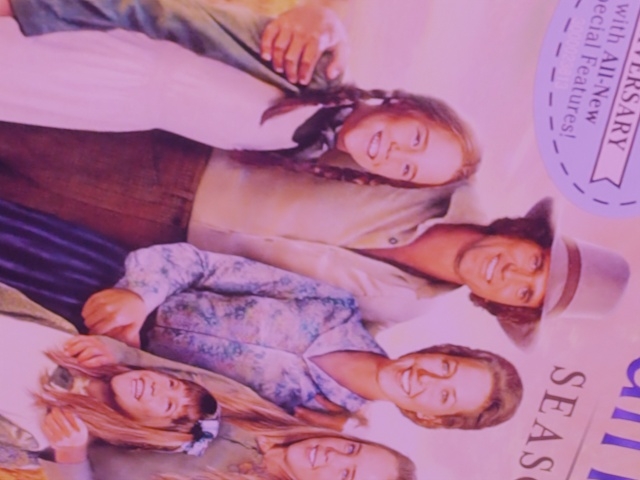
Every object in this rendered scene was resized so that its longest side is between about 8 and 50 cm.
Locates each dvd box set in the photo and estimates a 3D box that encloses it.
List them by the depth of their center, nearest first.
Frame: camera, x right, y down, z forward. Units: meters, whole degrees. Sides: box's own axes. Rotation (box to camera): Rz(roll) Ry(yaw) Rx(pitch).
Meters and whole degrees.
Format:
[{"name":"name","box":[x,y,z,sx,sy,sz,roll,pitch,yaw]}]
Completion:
[{"name":"dvd box set","box":[0.000,0.000,0.588,0.420,0.062,0.307,13,126,-3]}]
